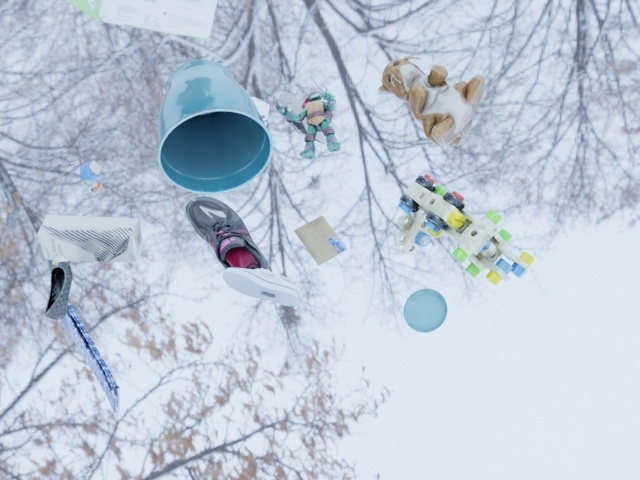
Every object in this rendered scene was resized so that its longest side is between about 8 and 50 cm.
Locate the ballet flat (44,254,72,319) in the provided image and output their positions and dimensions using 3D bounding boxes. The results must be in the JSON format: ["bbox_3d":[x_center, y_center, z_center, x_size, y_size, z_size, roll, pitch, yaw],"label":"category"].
[{"bbox_3d":[-0.653,0.113,1.534,0.058,0.049,0.173,-20,-118,20],"label":"ballet flat"}]

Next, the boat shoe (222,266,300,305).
[{"bbox_3d":[-0.194,0.137,2.087,0.268,0.096,0.088,16,-135,-5],"label":"boat shoe"}]

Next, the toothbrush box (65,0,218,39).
[{"bbox_3d":[-0.329,-0.441,1.017,0.206,0.122,0.283,-7,-147,-46],"label":"toothbrush box"}]

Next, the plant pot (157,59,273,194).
[{"bbox_3d":[-0.277,-0.298,1.530,0.272,0.271,0.255,-15,-126,-6],"label":"plant pot"}]

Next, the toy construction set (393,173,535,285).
[{"bbox_3d":[0.279,-0.025,1.324,0.328,0.215,0.151,20,-104,52],"label":"toy construction set"}]

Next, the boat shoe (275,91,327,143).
[{"bbox_3d":[-0.052,-0.364,1.878,0.075,0.206,0.065,-53,-174,-26],"label":"boat shoe"}]

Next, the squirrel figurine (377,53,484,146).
[{"bbox_3d":[0.408,-0.541,2.388,0.370,0.397,0.281,35,-87,20],"label":"squirrel figurine"}]

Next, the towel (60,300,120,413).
[{"bbox_3d":[-0.676,0.332,1.791,0.040,0.243,0.336,-28,-107,-28],"label":"towel"}]

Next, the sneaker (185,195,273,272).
[{"bbox_3d":[-0.354,-0.001,2.443,0.185,0.202,0.483,-42,-100,-7],"label":"sneaker"}]

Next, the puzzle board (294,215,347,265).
[{"bbox_3d":[0.000,0.000,1.713,0.096,0.011,0.128,-28,-112,-19],"label":"puzzle board"}]

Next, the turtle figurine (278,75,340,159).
[{"bbox_3d":[-0.014,-0.347,1.699,0.175,0.234,0.118,-22,159,34],"label":"turtle figurine"}]

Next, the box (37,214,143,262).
[{"bbox_3d":[-0.678,-0.005,1.837,0.275,0.113,0.094,1,-138,-3],"label":"box"}]

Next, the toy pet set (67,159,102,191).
[{"bbox_3d":[-0.769,-0.205,2.026,0.114,0.122,0.065,-21,-147,32],"label":"toy pet set"}]

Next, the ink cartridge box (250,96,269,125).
[{"bbox_3d":[-0.239,-0.425,2.167,0.056,0.135,0.099,-15,-143,-44],"label":"ink cartridge box"}]

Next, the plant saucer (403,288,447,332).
[{"bbox_3d":[0.278,0.186,1.626,0.119,0.021,0.119,-10,-113,23],"label":"plant saucer"}]
